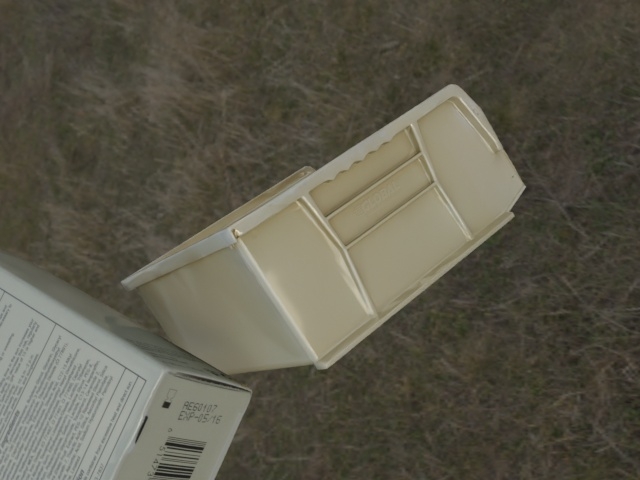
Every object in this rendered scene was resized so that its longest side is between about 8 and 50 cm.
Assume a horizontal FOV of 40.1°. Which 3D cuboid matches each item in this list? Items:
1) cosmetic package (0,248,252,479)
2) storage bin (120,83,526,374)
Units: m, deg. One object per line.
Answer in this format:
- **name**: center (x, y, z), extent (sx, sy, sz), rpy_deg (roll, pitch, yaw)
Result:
- **cosmetic package**: center (-0.223, 0.120, 0.707), extent (0.309, 0.113, 0.160), rpy_deg (24, 87, 36)
- **storage bin**: center (0.000, 0.000, 0.767), extent (0.123, 0.260, 0.262), rpy_deg (58, 150, -6)
